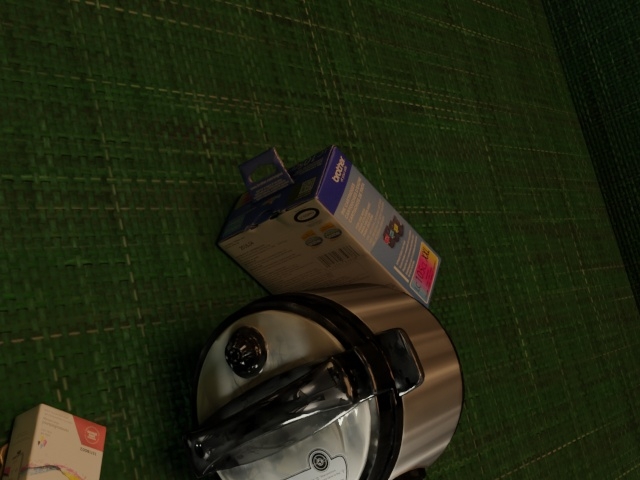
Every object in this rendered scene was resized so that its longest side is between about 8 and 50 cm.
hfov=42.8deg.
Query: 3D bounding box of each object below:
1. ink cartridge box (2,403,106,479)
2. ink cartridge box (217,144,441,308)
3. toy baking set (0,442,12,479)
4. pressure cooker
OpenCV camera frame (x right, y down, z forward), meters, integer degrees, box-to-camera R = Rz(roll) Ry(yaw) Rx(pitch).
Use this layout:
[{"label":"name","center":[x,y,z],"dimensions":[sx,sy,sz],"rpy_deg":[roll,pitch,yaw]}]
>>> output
[{"label":"ink cartridge box","center":[-0.367,0.338,1.109],"dimensions":[0.115,0.067,0.198],"rpy_deg":[34,41,-39]},{"label":"ink cartridge box","center":[0.000,0.000,1.541],"dimensions":[0.395,0.270,0.151],"rpy_deg":[43,44,-27]},{"label":"toy baking set","center":[-0.440,0.376,1.065],"dimensions":[0.197,0.030,0.256],"rpy_deg":[9,66,-46]},{"label":"pressure cooker","center":[-0.004,0.258,1.319],"dimensions":[0.420,0.376,0.369],"rpy_deg":[0,110,-60]}]
